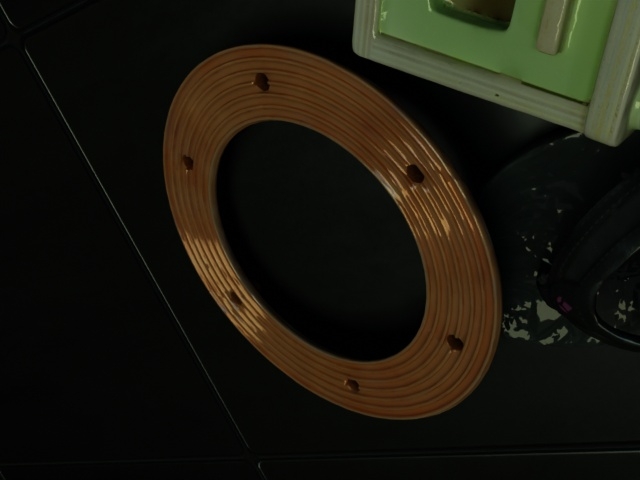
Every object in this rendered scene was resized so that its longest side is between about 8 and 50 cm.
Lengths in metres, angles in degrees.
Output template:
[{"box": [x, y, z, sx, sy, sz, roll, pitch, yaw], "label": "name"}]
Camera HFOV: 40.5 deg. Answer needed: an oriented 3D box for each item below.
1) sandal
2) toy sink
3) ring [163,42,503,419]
[{"box": [0.260, -0.006, 0.519, 0.446, 0.107, 0.167, -13, 110, 38], "label": "sandal"}, {"box": [0.147, -0.151, 0.455, 0.234, 0.131, 0.152, 26, 131, 27], "label": "toy sink"}, {"box": [0.000, 0.000, 0.700, 0.337, 0.032, 0.336, 25, 133, 30], "label": "ring"}]
